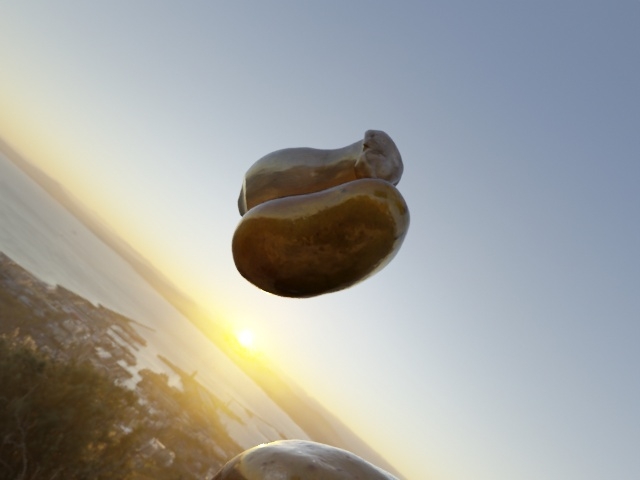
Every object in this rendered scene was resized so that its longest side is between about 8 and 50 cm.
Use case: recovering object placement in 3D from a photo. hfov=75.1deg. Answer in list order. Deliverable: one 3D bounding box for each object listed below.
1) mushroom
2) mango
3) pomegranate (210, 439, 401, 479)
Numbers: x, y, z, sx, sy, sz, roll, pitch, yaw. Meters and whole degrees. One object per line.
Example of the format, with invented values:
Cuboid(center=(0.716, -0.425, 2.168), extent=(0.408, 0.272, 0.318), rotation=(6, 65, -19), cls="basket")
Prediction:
Cuboid(center=(-0.010, -0.073, 0.496), extent=(0.213, 0.097, 0.088), rotation=(-9, -86, 26), cls="mushroom")
Cuboid(center=(0.000, 0.002, 0.401), extent=(0.178, 0.090, 0.115), rotation=(-14, -45, 15), cls="mango")
Cuboid(center=(0.002, 0.427, 0.449), extent=(0.410, 0.410, 0.410), rotation=(37, -18, 14), cls="pomegranate")
